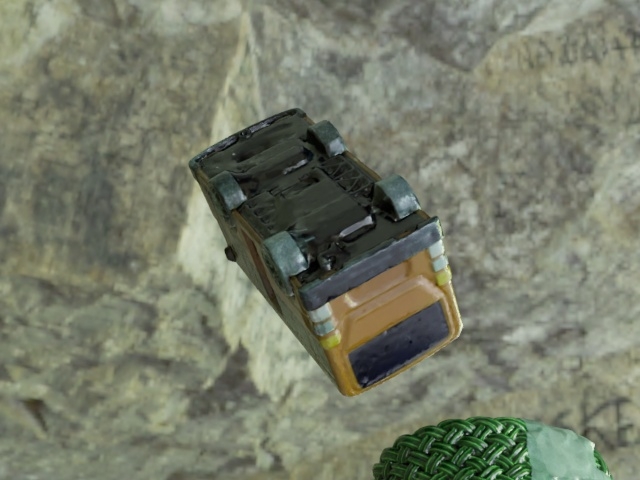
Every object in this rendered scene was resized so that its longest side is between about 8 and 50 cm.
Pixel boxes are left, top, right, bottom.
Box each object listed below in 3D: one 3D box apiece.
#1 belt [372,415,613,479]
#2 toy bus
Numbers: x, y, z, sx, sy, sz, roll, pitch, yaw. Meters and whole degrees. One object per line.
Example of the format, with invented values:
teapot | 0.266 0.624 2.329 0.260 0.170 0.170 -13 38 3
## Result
belt | 0.106 0.172 0.644 0.151 0.079 0.121 -1 -47 -7
toy bus | 0.000 0.000 0.685 0.098 0.201 0.114 -28 -55 -12
